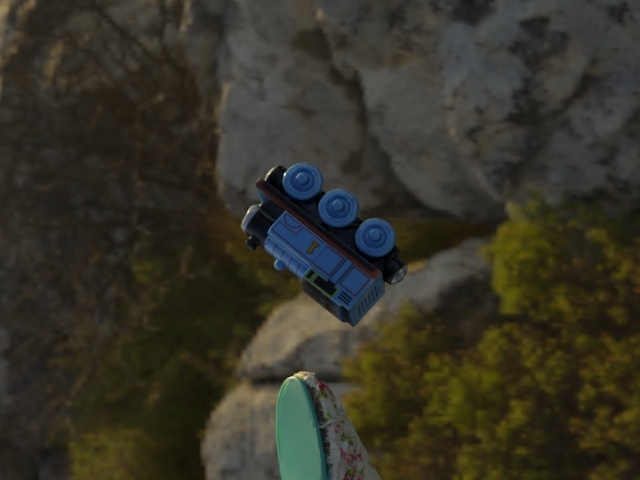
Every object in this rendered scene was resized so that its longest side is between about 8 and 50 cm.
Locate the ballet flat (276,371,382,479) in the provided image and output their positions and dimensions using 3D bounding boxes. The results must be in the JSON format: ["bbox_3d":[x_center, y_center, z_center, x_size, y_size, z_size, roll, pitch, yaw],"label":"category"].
[{"bbox_3d":[0.016,0.219,1.201,0.091,0.077,0.241,-38,52,50],"label":"ballet flat"}]

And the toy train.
[{"bbox_3d":[0.000,0.000,1.598,0.184,0.080,0.105,38,76,16],"label":"toy train"}]
